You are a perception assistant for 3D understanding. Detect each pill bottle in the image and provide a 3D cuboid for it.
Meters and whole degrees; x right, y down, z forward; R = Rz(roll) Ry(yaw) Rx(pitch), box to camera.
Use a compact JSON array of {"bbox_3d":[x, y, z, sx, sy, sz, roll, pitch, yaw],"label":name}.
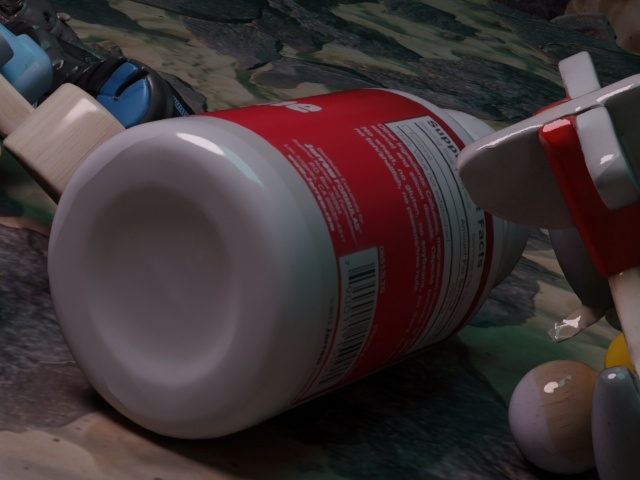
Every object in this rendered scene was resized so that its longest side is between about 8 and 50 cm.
[{"bbox_3d":[0.000,0.000,1.327,0.229,0.229,0.407,21,20,29],"label":"pill bottle"}]

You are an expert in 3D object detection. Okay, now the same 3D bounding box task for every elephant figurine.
[{"bbox_3d":[-0.401,-0.297,2.150,0.186,0.169,0.239,-23,44,-10],"label":"elephant figurine"}]

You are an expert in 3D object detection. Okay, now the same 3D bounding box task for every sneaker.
[{"bbox_3d":[-0.264,-0.145,1.855,0.341,0.125,0.139,24,-6,42],"label":"sneaker"}]

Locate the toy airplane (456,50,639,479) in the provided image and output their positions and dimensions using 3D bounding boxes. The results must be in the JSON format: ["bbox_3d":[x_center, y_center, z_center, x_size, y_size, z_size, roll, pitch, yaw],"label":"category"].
[{"bbox_3d":[0.229,0.061,1.217,0.386,0.272,0.384,8,45,-58],"label":"toy airplane"}]

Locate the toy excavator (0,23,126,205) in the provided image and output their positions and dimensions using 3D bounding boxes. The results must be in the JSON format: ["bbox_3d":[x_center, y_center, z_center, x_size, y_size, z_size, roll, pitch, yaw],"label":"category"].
[{"bbox_3d":[-0.328,-0.152,1.586,0.445,0.222,0.433,43,-13,1],"label":"toy excavator"}]
